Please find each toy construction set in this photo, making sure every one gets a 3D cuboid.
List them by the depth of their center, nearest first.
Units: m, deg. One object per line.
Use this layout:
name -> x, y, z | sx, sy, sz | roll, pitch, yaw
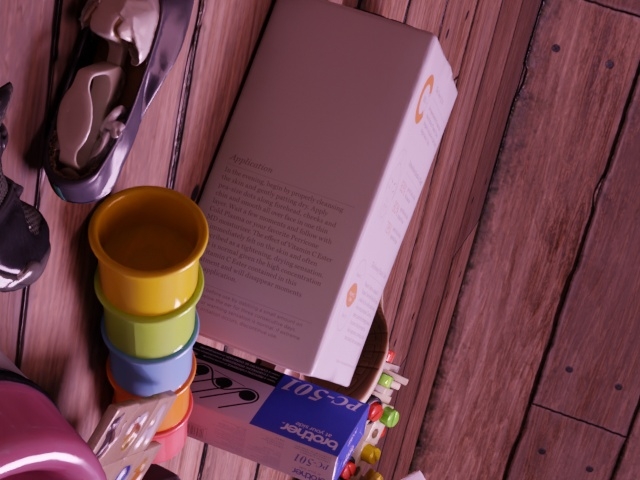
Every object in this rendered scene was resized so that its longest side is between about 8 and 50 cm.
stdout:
toy construction set -> 0.069, 0.330, 2.303 | 0.215, 0.151, 0.328 | 26, 74, -52

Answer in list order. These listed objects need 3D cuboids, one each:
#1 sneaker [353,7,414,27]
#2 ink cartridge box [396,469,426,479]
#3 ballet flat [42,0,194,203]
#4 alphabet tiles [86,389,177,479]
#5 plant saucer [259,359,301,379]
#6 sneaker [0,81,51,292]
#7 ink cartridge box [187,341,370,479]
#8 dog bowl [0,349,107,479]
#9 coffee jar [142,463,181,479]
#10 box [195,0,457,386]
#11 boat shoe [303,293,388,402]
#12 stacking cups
sneaker -> 0.070, -0.212, 1.683 | 0.208, 0.081, 0.094 | 39, 73, -77
ink cartridge box -> 0.068, 0.505, 2.205 | 0.283, 0.117, 0.207 | -26, 145, -4
ballet flat -> -0.142, -0.122, 0.972 | 0.074, 0.074, 0.203 | 15, 96, -77
alphabet tiles -> -0.228, 0.271, 1.131 | 0.342, 0.011, 0.285 | -58, 170, 3
plant saucer -> -0.059, 0.185, 1.838 | 0.168, 0.029, 0.168 | 20, 90, -76
sneaker -> -0.201, -0.043, 0.797 | 0.130, 0.087, 0.227 | -65, 162, 2
ink cartridge box -> -0.065, 0.168, 1.390 | 0.097, 0.207, 0.046 | -50, 156, -56
dog bowl -> -0.255, 0.202, 0.641 | 0.408, 0.150, 0.408 | -52, 162, -26
coffee jar -> -0.181, 0.308, 1.400 | 0.096, 0.079, 0.184 | -53, 158, -45
box -> -0.004, -0.045, 1.425 | 0.215, 0.168, 0.345 | 40, 71, -76
boat shoe -> 0.037, 0.133, 1.880 | 0.302, 0.109, 0.098 | -83, 175, -47
stacking cups -> -0.152, 0.086, 1.221 | 0.316, 0.096, 0.096 | 101, 14, -52
